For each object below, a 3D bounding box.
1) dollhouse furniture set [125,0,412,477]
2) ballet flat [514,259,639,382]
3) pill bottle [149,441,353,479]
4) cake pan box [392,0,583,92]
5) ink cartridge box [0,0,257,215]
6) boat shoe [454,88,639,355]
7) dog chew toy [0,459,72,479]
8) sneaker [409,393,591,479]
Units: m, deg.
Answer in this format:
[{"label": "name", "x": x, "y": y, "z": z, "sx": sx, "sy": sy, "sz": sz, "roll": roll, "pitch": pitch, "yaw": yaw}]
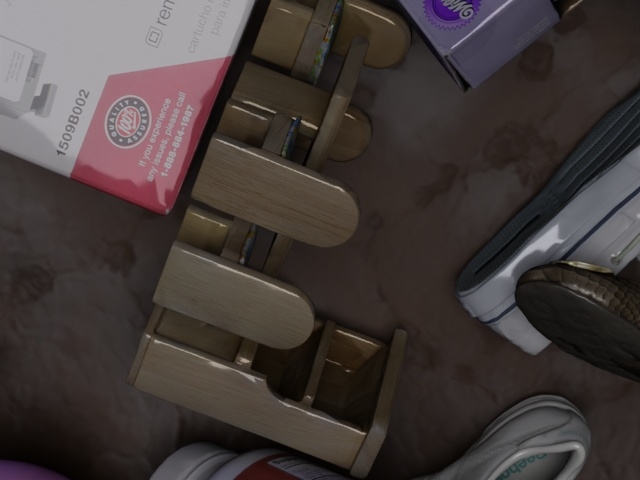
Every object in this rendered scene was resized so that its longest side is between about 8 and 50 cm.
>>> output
[{"label": "dollhouse furniture set", "x": 0.000, "y": 0.000, "z": 1.210, "sx": 0.161, "sy": 0.212, "sz": 0.242, "roll": 21, "pitch": 124, "yaw": -2}, {"label": "ballet flat", "x": 0.227, "y": 0.064, "z": 1.262, "sx": 0.250, "sy": 0.084, "sz": 0.058, "roll": 27, "pitch": 71, "yaw": -24}, {"label": "pill bottle", "x": -0.010, "y": 0.201, "z": 1.234, "sx": 0.216, "sy": 0.121, "sz": 0.121, "roll": 19, "pitch": 102, "yaw": 40}, {"label": "cake pan box", "x": 0.108, "y": -0.254, "z": 1.176, "sx": 0.246, "sy": 0.070, "sz": 0.267, "roll": -37, "pitch": 66, "yaw": 8}, {"label": "ink cartridge box", "x": -0.184, "y": -0.163, "z": 1.222, "sx": 0.283, "sy": 0.117, "sz": 0.207, "roll": 22, "pitch": 99, "yaw": -4}, {"label": "boat shoe", "x": 0.188, "y": -0.020, "z": 1.276, "sx": 0.076, "sy": 0.083, "sz": 0.226, "roll": 42, "pitch": 109, "yaw": -17}, {"label": "dog chew toy", "x": -0.269, "y": 0.281, "z": 1.259, "sx": 0.332, "sy": 0.206, "sz": 0.206, "roll": -33, "pitch": 98, "yaw": 12}, {"label": "sneaker", "x": 0.090, "y": 0.186, "z": 1.292, "sx": 0.080, "sy": 0.094, "sz": 0.212, "roll": 44, "pitch": 97, "yaw": -8}]
